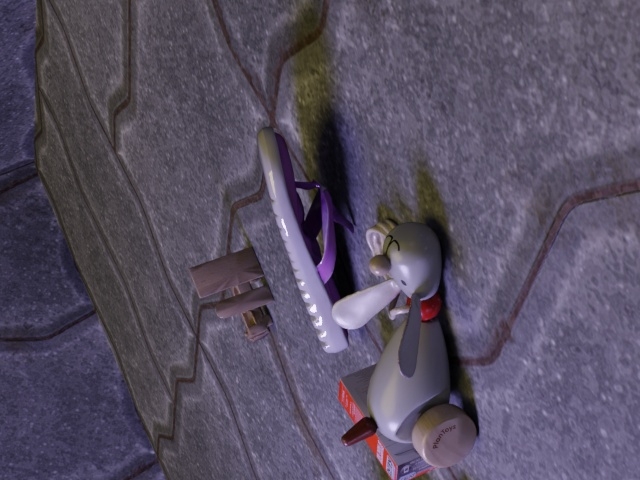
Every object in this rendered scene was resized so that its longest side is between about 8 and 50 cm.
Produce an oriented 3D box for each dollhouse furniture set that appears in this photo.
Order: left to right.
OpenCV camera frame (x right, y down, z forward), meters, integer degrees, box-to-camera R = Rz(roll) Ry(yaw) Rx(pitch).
[{"bbox_3d":[-0.168,0.116,2.363,0.144,0.123,0.151,67,160,10],"label":"dollhouse furniture set"}]

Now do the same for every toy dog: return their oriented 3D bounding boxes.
[{"bbox_3d":[0.086,0.146,1.680,0.220,0.161,0.333,11,119,67],"label":"toy dog"}]

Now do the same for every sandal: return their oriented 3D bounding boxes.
[{"bbox_3d":[-0.004,-0.011,1.880,0.169,0.102,0.416,-108,1,-45],"label":"sandal"}]

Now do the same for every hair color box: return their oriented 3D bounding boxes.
[{"bbox_3d":[0.104,0.251,1.829,0.167,0.093,0.053,55,155,38],"label":"hair color box"}]
